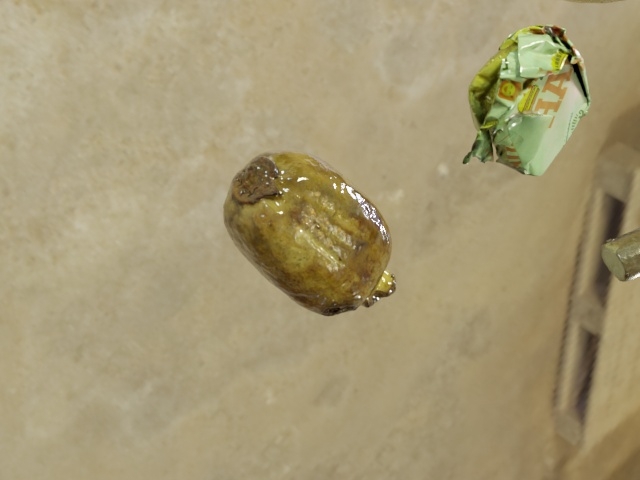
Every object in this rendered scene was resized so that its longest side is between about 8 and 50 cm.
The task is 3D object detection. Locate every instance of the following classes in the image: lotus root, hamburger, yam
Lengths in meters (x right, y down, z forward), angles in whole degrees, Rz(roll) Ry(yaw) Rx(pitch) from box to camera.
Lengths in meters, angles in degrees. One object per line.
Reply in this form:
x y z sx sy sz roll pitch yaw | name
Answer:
0.000 0.000 1.289 0.145 0.128 0.260 -49 128 1 | lotus root
0.289 -0.198 1.701 0.235 0.125 0.214 -43 142 4 | hamburger
0.414 -0.021 1.196 0.274 0.061 0.061 -22 135 -16 | yam

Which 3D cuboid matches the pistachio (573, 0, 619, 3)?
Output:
0.417 -0.437 1.734 0.181 0.293 0.162 -56 134 -26 | pistachio
